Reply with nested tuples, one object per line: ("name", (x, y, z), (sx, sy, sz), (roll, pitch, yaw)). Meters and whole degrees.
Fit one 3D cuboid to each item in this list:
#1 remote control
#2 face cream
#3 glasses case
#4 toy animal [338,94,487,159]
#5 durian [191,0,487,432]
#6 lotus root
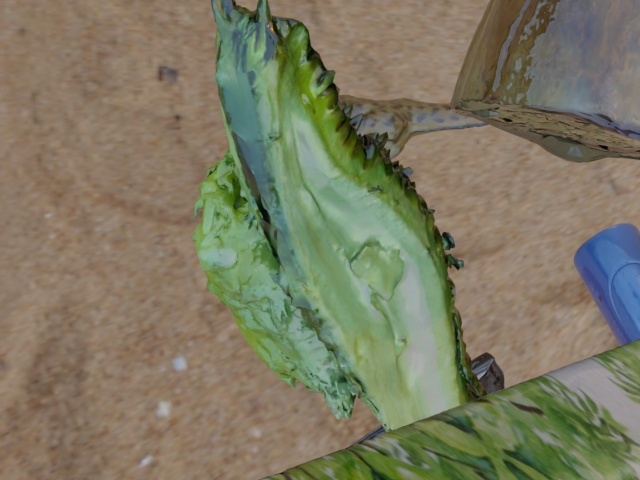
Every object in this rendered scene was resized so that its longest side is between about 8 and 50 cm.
("remote control", (0.100, 0.188, 1.640), (0.212, 0.028, 0.059), (-33, 123, -16))
("face cream", (0.375, 0.111, 1.788), (0.083, 0.149, 0.264), (-29, 71, 5))
("glasses case", (0.062, 0.092, 0.470), (0.062, 0.272, 0.095), (40, 121, 27))
("toy animal", (0.063, -0.087, 1.393), (0.276, 0.054, 0.149), (-23, 44, -14))
("durian", (0.006, -0.001, 0.798), (0.107, 0.132, 0.375), (18, 145, 50))
("lotus root", (0.157, -0.118, 0.717), (0.188, 0.199, 0.180), (15, 97, 52))
